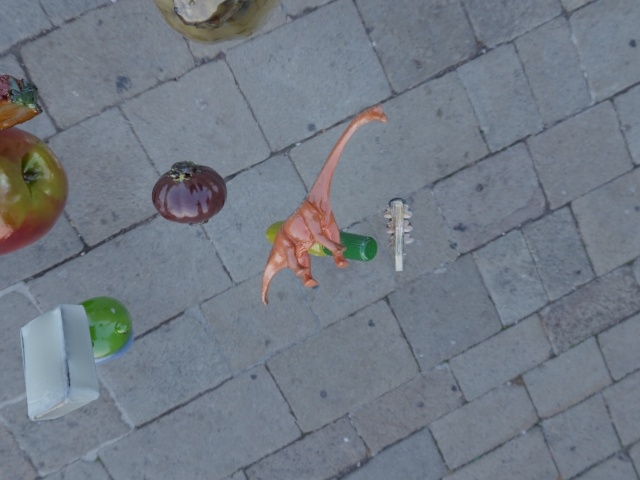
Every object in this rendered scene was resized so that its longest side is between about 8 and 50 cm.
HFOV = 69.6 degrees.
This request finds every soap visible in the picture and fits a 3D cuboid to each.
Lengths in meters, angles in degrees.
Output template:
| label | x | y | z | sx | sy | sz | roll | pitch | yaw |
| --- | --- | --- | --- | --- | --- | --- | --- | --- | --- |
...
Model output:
| label | x | y | z | sx | sy | sz | roll | pitch | yaw |
| --- | --- | --- | --- | --- | --- | --- | --- | --- | --- |
| soap | -0.484 | 0.222 | 0.849 | 0.121 | 0.064 | 0.183 | -28 | 67 | 18 |

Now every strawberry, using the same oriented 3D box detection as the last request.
| label | x | y | z | sx | sy | sz | roll | pitch | yaw |
| --- | --- | --- | --- | --- | --- | --- | --- | --- | --- |
| strawberry | -0.694 | -0.303 | 1.003 | 0.140 | 0.192 | 0.085 | -22 | 95 | -30 |

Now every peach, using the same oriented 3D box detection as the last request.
| label | x | y | z | sx | sy | sz | roll | pitch | yaw |
| --- | --- | --- | --- | --- | --- | --- | --- | --- | --- |
| peach | -0.910 | -0.139 | 1.257 | 0.388 | 0.388 | 0.388 | -1 | 99 | -9 |

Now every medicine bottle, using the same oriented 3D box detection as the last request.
| label | x | y | z | sx | sy | sz | roll | pitch | yaw |
| --- | --- | --- | --- | --- | --- | --- | --- | --- | --- |
| medicine bottle | 0.000 | 0.000 | 0.926 | 0.095 | 0.261 | 0.064 | 7 | 91 | -46 |

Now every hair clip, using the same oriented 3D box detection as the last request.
| label | x | y | z | sx | sy | sz | roll | pitch | yaw |
| --- | --- | --- | --- | --- | --- | --- | --- | --- | --- |
| hair clip | 0.164 | -0.022 | 0.961 | 0.062 | 0.056 | 0.214 | -3 | 135 | 9 |

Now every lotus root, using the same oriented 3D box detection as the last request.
| label | x | y | z | sx | sy | sz | roll | pitch | yaw |
| --- | --- | --- | --- | --- | --- | --- | --- | --- | --- |
| lotus root | -0.089 | -0.254 | 0.404 | 0.154 | 0.256 | 0.140 | -27 | 135 | 22 |

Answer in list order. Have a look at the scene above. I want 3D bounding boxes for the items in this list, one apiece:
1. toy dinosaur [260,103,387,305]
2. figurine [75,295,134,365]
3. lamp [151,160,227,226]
| label | x | y | z | sx | sy | sz | roll | pitch | yaw |
| --- | --- | --- | --- | --- | --- | --- | --- | --- | --- |
| toy dinosaur | -0.004 | -0.017 | 0.507 | 0.279 | 0.055 | 0.101 | -46 | 65 | 27 |
| figurine | -0.527 | 0.200 | 1.064 | 0.162 | 0.263 | 0.143 | -22 | 106 | -34 |
| lamp | -0.179 | -0.064 | 0.633 | 0.101 | 0.101 | 0.090 | -11 | 120 | -7 |
